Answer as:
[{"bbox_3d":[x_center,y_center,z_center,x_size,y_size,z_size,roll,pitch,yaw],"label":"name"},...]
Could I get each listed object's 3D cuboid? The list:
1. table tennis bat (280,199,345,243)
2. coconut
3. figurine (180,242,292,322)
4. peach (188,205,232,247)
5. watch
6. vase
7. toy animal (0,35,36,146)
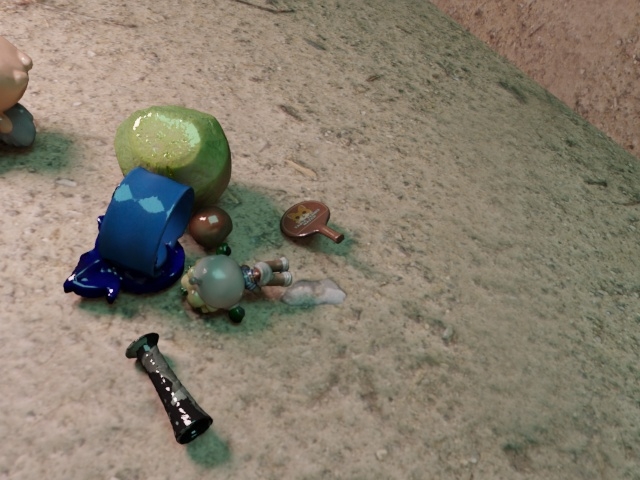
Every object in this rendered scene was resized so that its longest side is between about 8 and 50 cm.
[{"bbox_3d":[0.000,0.000,1.182,0.107,0.119,0.170,-41,44,-19],"label":"table tennis bat"},{"bbox_3d":[-0.277,-0.159,1.079,0.236,0.236,0.205,-32,88,-42],"label":"coconut"},{"bbox_3d":[-0.149,0.072,0.986,0.197,0.093,0.147,-3,70,-36],"label":"figurine"},{"bbox_3d":[-0.210,-0.027,1.062,0.083,0.083,0.083,12,43,-12],"label":"peach"},{"bbox_3d":[-0.299,-0.014,0.925,0.171,0.200,0.196,17,39,-11],"label":"watch"},{"bbox_3d":[-0.227,0.215,0.825,0.059,0.059,0.167,-20,57,-37],"label":"vase"},{"bbox_3d":[-0.649,-0.270,1.013,0.229,0.221,0.210,-2,44,-26],"label":"toy animal"}]
